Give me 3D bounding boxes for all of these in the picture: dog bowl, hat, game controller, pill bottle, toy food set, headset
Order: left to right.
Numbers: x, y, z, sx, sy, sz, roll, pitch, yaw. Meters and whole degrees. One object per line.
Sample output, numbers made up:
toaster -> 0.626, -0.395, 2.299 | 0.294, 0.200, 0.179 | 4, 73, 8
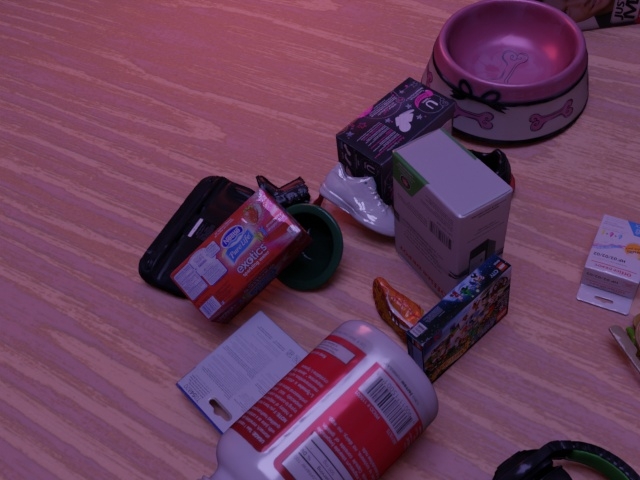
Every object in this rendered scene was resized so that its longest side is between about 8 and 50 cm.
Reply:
game controller -> -0.266, -0.015, 1.610 | 0.166, 0.067, 0.319 | 26, 60, 10
pill bottle -> -0.018, 0.339, 1.171 | 0.407, 0.229, 0.229 | -40, 56, -20
hat -> 0.000, 0.000, 1.566 | 0.173, 0.183, 0.209 | 26, 100, 19
dog bowl -> 0.450, -0.426, 1.725 | 0.407, 0.150, 0.408 | -3, 53, 3
headset -> 0.324, 0.450, 1.111 | 0.394, 0.185, 0.243 | 0, 54, -9
toy food set -> 0.633, 0.183, 1.306 | 0.192, 0.038, 0.132 | -18, 58, -11

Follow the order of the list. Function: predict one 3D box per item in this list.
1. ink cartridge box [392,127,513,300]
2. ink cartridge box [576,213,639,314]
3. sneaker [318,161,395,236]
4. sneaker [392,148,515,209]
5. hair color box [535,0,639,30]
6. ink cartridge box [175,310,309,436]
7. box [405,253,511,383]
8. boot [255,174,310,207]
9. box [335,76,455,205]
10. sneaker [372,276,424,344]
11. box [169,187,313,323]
ink cartridge box -> 0.245, -0.035, 1.381 | 0.121, 0.289, 0.211 | -28, 53, -16
ink cartridge box -> 0.579, 0.045, 1.401 | 0.104, 0.062, 0.181 | 18, 58, 23
sneaker -> 0.103, -0.089, 1.536 | 0.212, 0.094, 0.080 | 33, 18, 7
sneaker -> 0.286, -0.131, 1.546 | 0.276, 0.135, 0.098 | -13, 53, 1
hair color box -> 0.696, -0.650, 1.847 | 0.374, 0.185, 0.114 | -6, 52, 5
ink cartridge box -> -0.124, 0.273, 1.357 | 0.224, 0.045, 0.223 | -39, 56, -19
box -> 0.256, 0.150, 1.314 | 0.233, 0.159, 0.044 | -38, 54, -19
boot -> -0.086, -0.120, 1.660 | 0.099, 0.045, 0.121 | -26, 60, -8
box -> 0.173, -0.217, 1.614 | 0.247, 0.163, 0.142 | -40, 59, -21
sneaker -> 0.162, 0.139, 1.413 | 0.067, 0.064, 0.175 | -17, 54, -29
box -> -0.155, 0.035, 1.434 | 0.257, 0.122, 0.128 | -44, 76, 1
